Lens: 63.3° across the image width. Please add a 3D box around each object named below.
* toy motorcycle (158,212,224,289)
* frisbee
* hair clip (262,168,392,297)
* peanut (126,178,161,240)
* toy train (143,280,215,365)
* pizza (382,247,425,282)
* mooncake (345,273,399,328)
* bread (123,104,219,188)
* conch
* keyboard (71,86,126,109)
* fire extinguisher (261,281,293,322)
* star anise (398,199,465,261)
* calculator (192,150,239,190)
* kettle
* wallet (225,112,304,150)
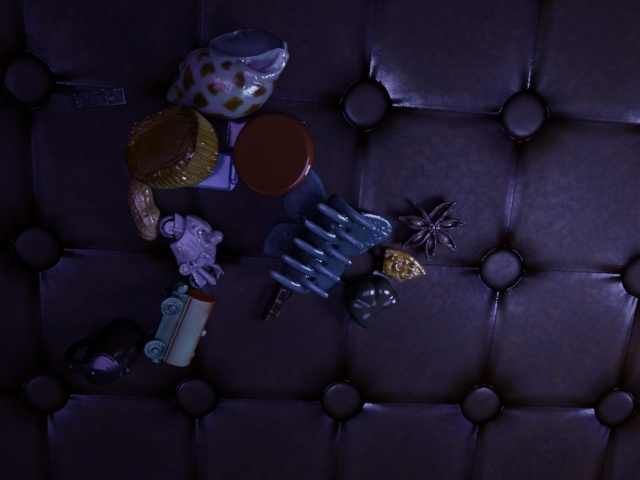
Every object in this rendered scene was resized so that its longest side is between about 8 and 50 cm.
[{"bbox_3d":[-0.378,0.019,1.606,0.170,0.110,0.260,-29,109,-10],"label":"toy motorcycle"},{"bbox_3d":[-0.141,-0.253,1.518,0.250,0.021,0.251,0,92,13],"label":"frisbee"},{"bbox_3d":[0.000,0.000,1.557,0.392,0.238,0.318,34,101,-11],"label":"hair clip"},{"bbox_3d":[-0.534,-0.093,1.572,0.083,0.093,0.194,-24,110,-39],"label":"peanut"},{"bbox_3d":[-0.449,0.273,1.659,0.177,0.116,0.286,20,100,-20],"label":"toy train"},{"bbox_3d":[0.265,0.088,1.693,0.160,0.036,0.099,32,99,-10],"label":"pizza"},{"bbox_3d":[0.167,0.201,1.682,0.168,0.104,0.175,16,105,-13],"label":"mooncake"},{"bbox_3d":[-0.421,-0.257,1.476,0.253,0.142,0.228,-9,80,23],"label":"bread"},{"bbox_3d":[-0.268,-0.460,1.457,0.367,0.197,0.250,3,66,1],"label":"conch"},{"bbox_3d":[-0.653,-0.419,1.531,0.154,0.010,0.053,-8,102,-2],"label":"keyboard"},{"bbox_3d":[-0.136,0.193,1.691,0.078,0.045,0.157,18,102,-36],"label":"fire extinguisher"},{"bbox_3d":[0.352,-0.029,1.654,0.212,0.073,0.197,-2,100,0],"label":"star anise"},{"bbox_3d":[-0.349,-0.217,1.582,0.210,0.039,0.121,5,101,-4],"label":"calculator"},{"bbox_3d":[-0.662,0.341,1.591,0.201,0.232,0.144,15,101,-7],"label":"kettle"},{"bbox_3d":[-0.166,-0.319,1.569,0.229,0.042,0.125,8,103,-1],"label":"wallet"}]
